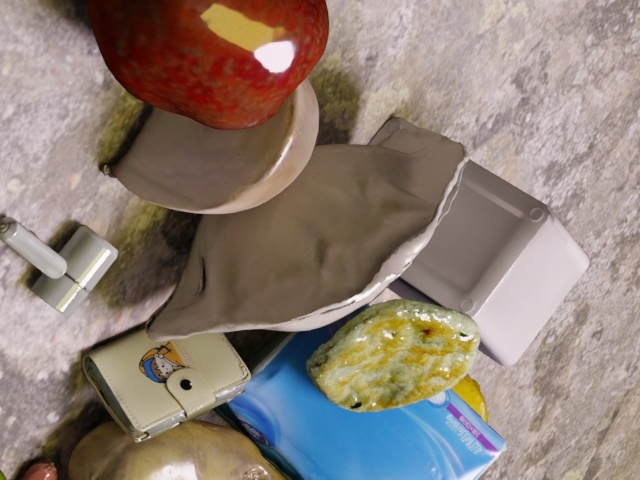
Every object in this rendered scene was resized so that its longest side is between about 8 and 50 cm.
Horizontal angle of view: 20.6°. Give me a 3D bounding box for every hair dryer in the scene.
[{"bbox_3d":[-0.254,0.009,1.637,0.082,0.047,0.137,-53,139,-6],"label":"hair dryer"}]

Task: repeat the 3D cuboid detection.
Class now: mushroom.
[{"bbox_3d":[-0.051,-0.112,1.667,0.162,0.173,0.236,17,104,-58],"label":"mushroom"}]

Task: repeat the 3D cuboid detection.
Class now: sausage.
[{"bbox_3d":[-0.313,0.288,1.804,0.147,0.035,0.030,-61,178,5],"label":"sausage"}]

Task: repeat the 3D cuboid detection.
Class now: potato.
[{"bbox_3d":[-0.146,0.284,1.876,0.296,0.141,0.192,23,100,-30],"label":"potato"}]

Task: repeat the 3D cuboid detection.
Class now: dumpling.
[{"bbox_3d":[-0.003,0.001,1.747,0.341,0.260,0.181,-12,101,-30],"label":"dumpling"}]

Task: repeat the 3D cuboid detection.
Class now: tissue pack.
[{"bbox_3d":[0.041,0.200,1.948,0.198,0.263,0.146,-46,-173,-14],"label":"tissue pack"},{"bbox_3d":[0.143,-0.002,1.937,0.159,0.246,0.136,-52,146,-4],"label":"tissue pack"}]

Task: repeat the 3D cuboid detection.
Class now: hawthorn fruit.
[{"bbox_3d":[-0.109,-0.209,1.481,0.208,0.208,0.248,-57,144,3],"label":"hawthorn fruit"}]

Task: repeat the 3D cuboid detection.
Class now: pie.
[{"bbox_3d":[0.075,0.117,1.806,0.186,0.041,0.187,-9,146,-6],"label":"pie"}]

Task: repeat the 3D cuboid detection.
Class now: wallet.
[{"bbox_3d":[-0.157,0.138,1.813,0.155,0.110,0.039,-24,161,-38],"label":"wallet"}]

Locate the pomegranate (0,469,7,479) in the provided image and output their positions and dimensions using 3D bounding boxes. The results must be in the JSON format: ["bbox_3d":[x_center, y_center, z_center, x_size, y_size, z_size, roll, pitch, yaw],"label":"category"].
[{"bbox_3d":[-0.353,0.267,1.657,0.143,0.122,0.169,-46,144,-18],"label":"pomegranate"}]

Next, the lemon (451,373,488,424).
[{"bbox_3d":[0.101,0.246,2.136,0.260,0.204,0.204,-60,149,-17],"label":"lemon"}]
